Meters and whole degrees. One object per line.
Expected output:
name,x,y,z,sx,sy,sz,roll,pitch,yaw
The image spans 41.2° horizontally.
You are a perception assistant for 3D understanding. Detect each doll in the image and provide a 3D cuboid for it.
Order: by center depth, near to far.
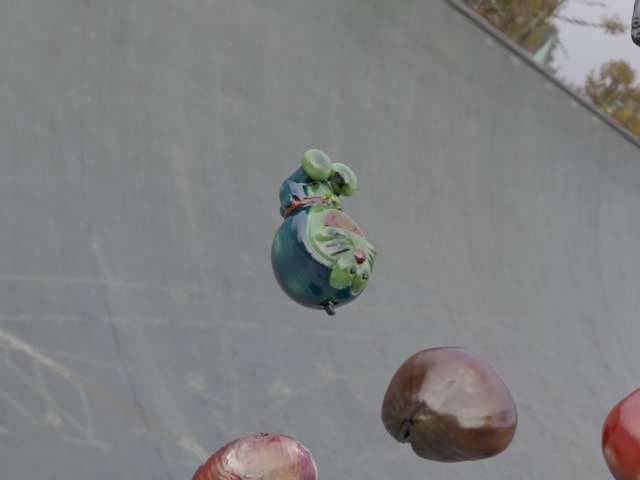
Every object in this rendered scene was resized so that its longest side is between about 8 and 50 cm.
doll,-0.001,0.000,1.629,0.198,0.186,0.322,29,41,-40

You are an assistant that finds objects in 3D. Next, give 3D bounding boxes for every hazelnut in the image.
hazelnut,0.235,0.306,1.563,0.251,0.217,0.217,19,5,33

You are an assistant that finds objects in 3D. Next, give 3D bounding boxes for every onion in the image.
onion,-0.100,0.431,1.405,0.230,0.230,0.163,19,19,-45

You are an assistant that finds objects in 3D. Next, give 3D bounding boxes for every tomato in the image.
tomato,0.514,0.301,1.254,0.195,0.195,0.136,-127,-162,-56

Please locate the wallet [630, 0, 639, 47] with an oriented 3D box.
wallet,0.668,-0.393,1.584,0.229,0.182,0.049,25,-20,-29
